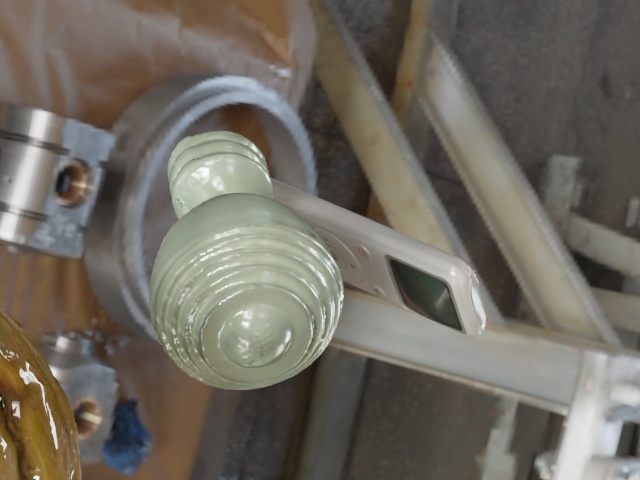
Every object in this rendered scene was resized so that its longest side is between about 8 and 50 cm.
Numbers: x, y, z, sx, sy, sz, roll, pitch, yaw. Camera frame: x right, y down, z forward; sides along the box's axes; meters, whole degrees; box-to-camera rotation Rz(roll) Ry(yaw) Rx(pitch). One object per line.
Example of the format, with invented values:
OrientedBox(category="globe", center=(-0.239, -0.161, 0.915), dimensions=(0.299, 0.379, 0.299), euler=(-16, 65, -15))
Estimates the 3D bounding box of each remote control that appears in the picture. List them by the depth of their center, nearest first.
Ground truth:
OrientedBox(category="remote control", center=(0.000, 0.000, 0.882), dimensions=(0.029, 0.261, 0.067), euler=(-47, 138, -23))

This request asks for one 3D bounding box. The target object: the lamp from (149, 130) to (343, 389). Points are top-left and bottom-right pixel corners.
OrientedBox(category="lamp", center=(-0.048, 0.005, 0.760), dimensions=(0.106, 0.193, 0.106), euler=(-5, 124, -7))

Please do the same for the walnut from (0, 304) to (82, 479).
OrientedBox(category="walnut", center=(-0.172, 0.086, 0.510), dimensions=(0.155, 0.184, 0.155), euler=(-44, 166, -15))
